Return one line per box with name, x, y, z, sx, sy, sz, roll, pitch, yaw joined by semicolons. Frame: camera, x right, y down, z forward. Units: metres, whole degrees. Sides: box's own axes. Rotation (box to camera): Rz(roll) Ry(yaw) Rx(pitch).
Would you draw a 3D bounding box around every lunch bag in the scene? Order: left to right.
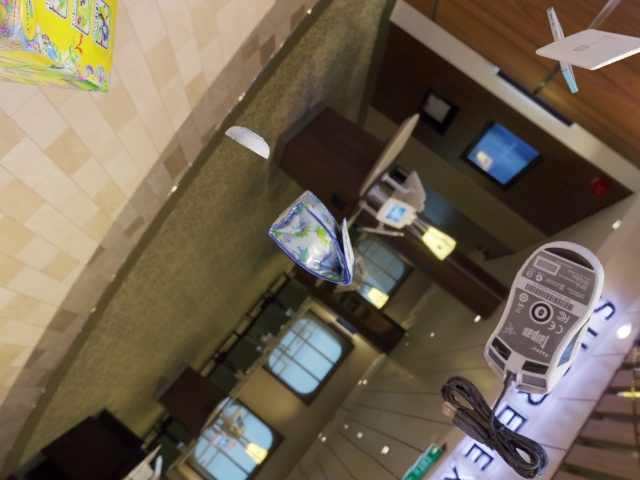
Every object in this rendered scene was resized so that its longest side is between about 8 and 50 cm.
lunch bag;0.000;0.000;0.889;0.096;0.151;0.129;-41;-173;13

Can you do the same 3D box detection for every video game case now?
video game case;0.563;-0.441;1.249;0.015;0.166;0.119;-16;161;32

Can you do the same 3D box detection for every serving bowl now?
serving bowl;-0.121;-0.174;0.926;0.027;0.083;0.083;-58;173;6

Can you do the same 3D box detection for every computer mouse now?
computer mouse;0.185;0.094;0.465;0.042;0.106;0.193;18;100;-49

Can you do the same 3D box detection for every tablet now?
tablet;0.221;-0.158;0.438;0.054;0.006;0.083;-22;-151;0

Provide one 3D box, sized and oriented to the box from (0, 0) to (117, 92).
box;-0.482;-0.336;0.748;0.279;0.290;0.176;-87;-176;-86
